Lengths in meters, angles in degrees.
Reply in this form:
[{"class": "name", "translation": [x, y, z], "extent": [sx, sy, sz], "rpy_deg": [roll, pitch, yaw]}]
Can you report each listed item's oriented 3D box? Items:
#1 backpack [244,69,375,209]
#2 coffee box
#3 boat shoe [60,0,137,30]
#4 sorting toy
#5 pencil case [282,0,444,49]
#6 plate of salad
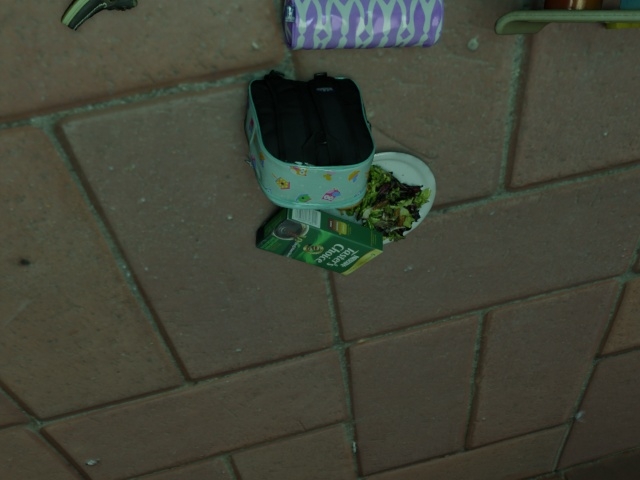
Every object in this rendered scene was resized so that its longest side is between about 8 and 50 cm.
[{"class": "backpack", "translation": [-0.015, -0.120, 0.753], "extent": [0.166, 0.188, 0.144], "rpy_deg": [-1, 132, -16]}, {"class": "coffee box", "translation": [0.000, 0.000, 0.943], "extent": [0.184, 0.040, 0.113], "rpy_deg": [19, 146, -28]}, {"class": "boat shoe", "translation": [-0.224, -0.281, 0.636], "extent": [0.152, 0.056, 0.049], "rpy_deg": [-34, 127, 15]}, {"class": "sorting toy", "translation": [0.371, -0.283, 0.702], "extent": [0.229, 0.307, 0.041], "rpy_deg": [9, 112, 32]}, {"class": "pencil case", "translation": [0.049, -0.281, 0.701], "extent": [0.206, 0.086, 0.088], "rpy_deg": [-5, 105, -14]}, {"class": "plate of salad", "translation": [0.099, -0.057, 0.942], "extent": [0.200, 0.048, 0.200], "rpy_deg": [-8, 133, -9]}]
